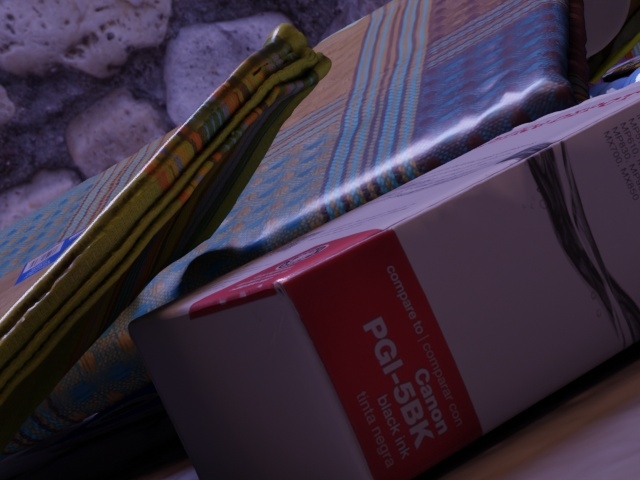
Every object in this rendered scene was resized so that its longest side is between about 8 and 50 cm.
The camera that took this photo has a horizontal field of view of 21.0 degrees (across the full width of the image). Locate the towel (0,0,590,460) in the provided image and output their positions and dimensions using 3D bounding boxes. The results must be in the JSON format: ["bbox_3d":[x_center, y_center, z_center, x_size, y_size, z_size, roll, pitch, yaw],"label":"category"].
[{"bbox_3d":[-0.058,0.000,0.686,0.370,0.040,0.271,-29,16,18],"label":"towel"}]

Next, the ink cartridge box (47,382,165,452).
[{"bbox_3d":[0.000,0.000,0.869,0.176,0.069,0.371,-23,6,19],"label":"ink cartridge box"}]

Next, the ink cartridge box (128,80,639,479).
[{"bbox_3d":[0.034,0.013,0.442,0.135,0.056,0.099,-27,4,-27],"label":"ink cartridge box"}]

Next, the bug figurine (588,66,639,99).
[{"bbox_3d":[0.160,-0.068,0.680,0.279,0.072,0.216,-27,4,-27],"label":"bug figurine"}]

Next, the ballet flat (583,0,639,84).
[{"bbox_3d":[0.114,-0.103,0.825,0.077,0.077,0.231,-60,7,-26],"label":"ballet flat"}]

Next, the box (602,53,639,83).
[{"bbox_3d":[0.260,-0.112,0.886,0.233,0.044,0.159,-24,3,10],"label":"box"}]

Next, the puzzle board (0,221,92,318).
[{"bbox_3d":[-0.118,0.031,0.620,0.128,0.011,0.096,-31,14,7],"label":"puzzle board"}]

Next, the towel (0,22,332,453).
[{"bbox_3d":[-0.072,0.034,0.451,0.237,0.021,0.102,-53,-3,-46],"label":"towel"}]

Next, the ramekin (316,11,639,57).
[{"bbox_3d":[0.163,-0.170,1.543,0.303,0.148,0.303,-24,3,1],"label":"ramekin"}]

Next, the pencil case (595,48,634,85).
[{"bbox_3d":[0.126,-0.110,1.225,0.124,0.124,0.284,-22,3,32],"label":"pencil case"}]
